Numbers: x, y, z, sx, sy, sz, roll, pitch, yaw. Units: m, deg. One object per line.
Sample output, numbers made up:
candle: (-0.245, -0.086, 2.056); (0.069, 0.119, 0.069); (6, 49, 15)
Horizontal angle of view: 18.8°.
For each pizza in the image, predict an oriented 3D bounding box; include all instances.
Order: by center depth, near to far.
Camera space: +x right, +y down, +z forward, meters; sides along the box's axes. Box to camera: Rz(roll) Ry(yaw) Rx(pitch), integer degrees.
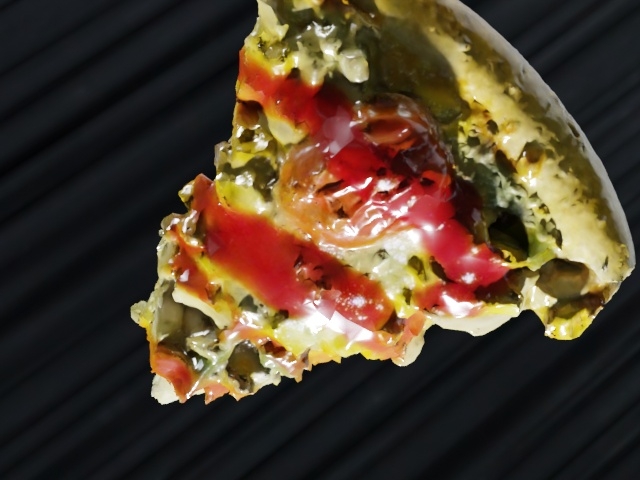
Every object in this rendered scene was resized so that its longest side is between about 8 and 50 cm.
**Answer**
pizza: (0.000, 0.000, 0.713); (0.188, 0.199, 0.062); (42, -162, -4)
